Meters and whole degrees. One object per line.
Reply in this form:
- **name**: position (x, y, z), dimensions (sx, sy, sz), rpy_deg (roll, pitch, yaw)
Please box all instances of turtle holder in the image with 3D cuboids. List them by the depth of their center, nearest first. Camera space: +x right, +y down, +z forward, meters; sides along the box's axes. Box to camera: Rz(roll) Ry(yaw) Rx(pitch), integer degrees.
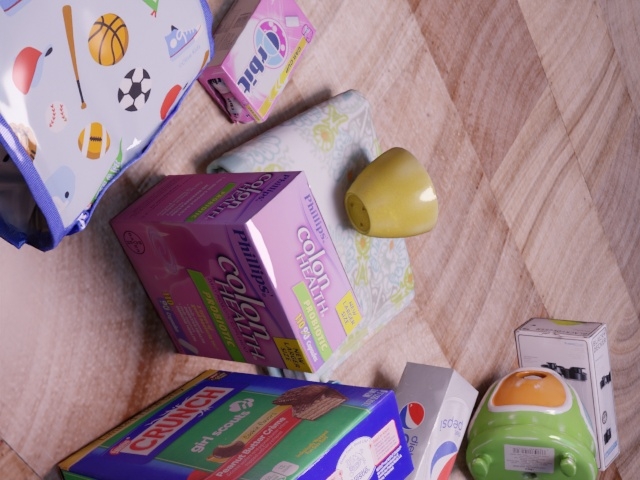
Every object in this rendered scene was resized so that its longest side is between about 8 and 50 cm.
- **turtle holder**: position (0.414, 0.386, 1.796), dimensions (0.320, 0.243, 0.227), rpy_deg (44, 41, -30)

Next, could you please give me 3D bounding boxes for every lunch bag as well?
- **lunch bag**: position (-0.306, -0.225, 0.943), dimensions (0.385, 0.239, 0.328), rpy_deg (51, 52, -28)

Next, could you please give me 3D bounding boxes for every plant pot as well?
- **plant pot**: position (0.091, -0.056, 1.378), dimensions (0.095, 0.134, 0.134), rpy_deg (-24, 110, -23)

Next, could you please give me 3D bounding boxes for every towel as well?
- **towel**: position (0.000, 0.000, 1.419), dimensions (0.320, 0.090, 0.375), rpy_deg (-37, 118, -46)

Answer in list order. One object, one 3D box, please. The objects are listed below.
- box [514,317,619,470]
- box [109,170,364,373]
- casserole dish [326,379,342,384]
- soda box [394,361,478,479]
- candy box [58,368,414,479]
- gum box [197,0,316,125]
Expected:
- **box**: position (0.507, 0.310, 1.954), dimensions (0.087, 0.169, 0.290), rpy_deg (-24, 108, -47)
- **box**: position (-0.103, 0.036, 1.175), dimensions (0.117, 0.243, 0.214), rpy_deg (-46, 124, -39)
- **casserole dish**: position (-0.028, 0.275, 1.408), dimensions (0.188, 0.037, 0.114), rpy_deg (-33, 133, -45)
- **soda box**: position (0.145, 0.339, 1.492), dimensions (0.091, 0.098, 0.286), rpy_deg (44, 60, -41)
- **candy box**: position (-0.098, 0.269, 1.128), dimensions (0.268, 0.317, 0.122), rpy_deg (-31, 112, -46)
- **gum box**: position (-0.091, -0.259, 1.321), dimensions (0.107, 0.062, 0.188), rpy_deg (50, 55, -37)
